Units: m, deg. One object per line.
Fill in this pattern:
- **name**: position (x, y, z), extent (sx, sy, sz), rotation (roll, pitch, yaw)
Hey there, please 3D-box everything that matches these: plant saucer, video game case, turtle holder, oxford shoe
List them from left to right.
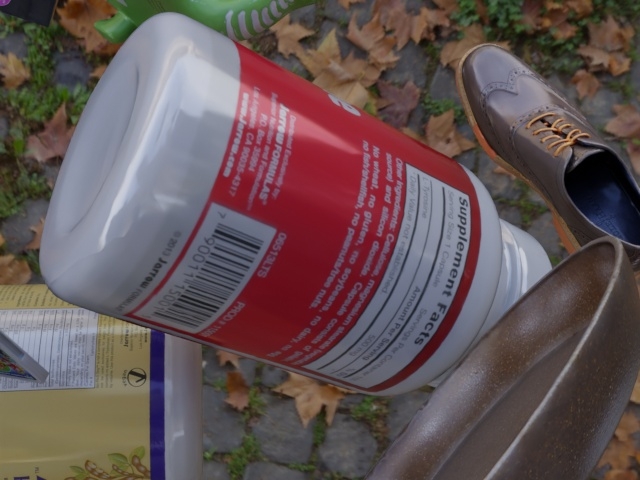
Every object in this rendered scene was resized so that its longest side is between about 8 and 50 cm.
- **video game case**: position (-0.260, 0.063, 0.545), extent (0.087, 0.122, 0.011), rotation (4, 53, 23)
- **turtle holder**: position (-0.151, -0.331, 0.821), extent (0.227, 0.320, 0.243), rotation (-49, 122, -11)
- **plant saucer**: position (0.084, 0.130, 0.448), extent (0.050, 0.310, 0.310), rotation (39, 74, 7)
- **oxford shoe**: position (0.300, -0.120, 0.953), extent (0.130, 0.133, 0.363), rotation (-35, 75, -4)

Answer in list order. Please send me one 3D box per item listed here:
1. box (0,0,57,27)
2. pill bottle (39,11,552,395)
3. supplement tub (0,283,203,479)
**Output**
- **box**: position (-0.219, -0.211, 0.580), extent (0.052, 0.083, 0.062), rotation (14, 123, -21)
- **pill bottle**: position (0.000, 0.000, 0.653), extent (0.408, 0.229, 0.229), rotation (23, 77, -30)
- **supplement tub**: position (-0.293, 0.165, 0.802), extent (0.331, 0.241, 0.241), rotation (-1, 83, -10)
